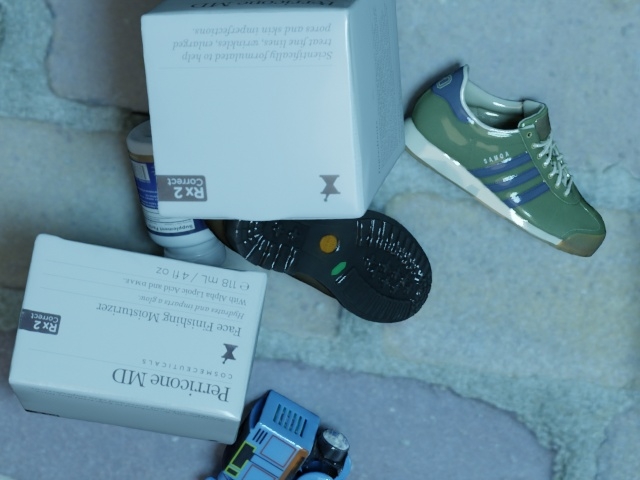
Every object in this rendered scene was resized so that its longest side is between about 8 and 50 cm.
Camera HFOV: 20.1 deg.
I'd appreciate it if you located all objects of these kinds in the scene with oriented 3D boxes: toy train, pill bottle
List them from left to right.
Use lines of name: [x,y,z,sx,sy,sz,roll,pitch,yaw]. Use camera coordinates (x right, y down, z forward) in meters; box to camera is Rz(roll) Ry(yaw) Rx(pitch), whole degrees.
pill bottle: [-0.111,-0.036,1.445,0.067,0.067,0.120,-9,115,6]
toy train: [-0.049,0.223,1.564,0.105,0.080,0.184,32,115,-3]

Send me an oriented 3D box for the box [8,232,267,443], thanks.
box: [-0.142,0.083,1.425,0.181,0.182,0.119,10,77,-3]

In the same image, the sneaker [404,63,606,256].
sneaker: [0.160,-0.066,1.421,0.192,0.064,0.086,31,117,-9]

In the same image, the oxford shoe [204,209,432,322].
oxford shoe: [0.000,0.000,1.443,0.227,0.096,0.083,28,88,-38]

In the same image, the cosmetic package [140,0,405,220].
cosmetic package: [-0.029,-0.112,1.322,0.151,0.184,0.151,0,108,12]
